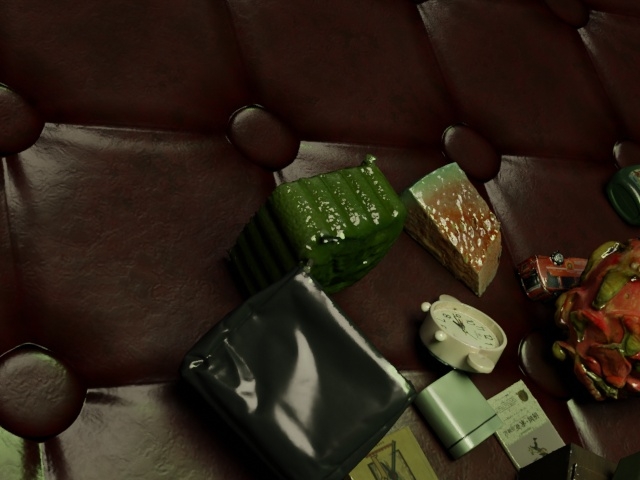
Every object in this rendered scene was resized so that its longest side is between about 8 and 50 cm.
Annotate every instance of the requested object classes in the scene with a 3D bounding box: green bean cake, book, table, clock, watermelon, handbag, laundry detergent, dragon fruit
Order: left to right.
[{"bbox_3d":[-0.027,0.216,1.661,0.275,0.178,0.302,-43,83,-7],"label":"handbag"},{"bbox_3d":[0.000,0.000,1.811,0.250,0.247,0.156,-15,66,-38],"label":"green bean cake"},{"bbox_3d":[0.138,0.431,1.742,0.161,0.026,0.230,-17,69,-38],"label":"book"},{"bbox_3d":[0.254,0.175,1.934,0.156,0.063,0.229,12,26,-21],"label":"clock"},{"bbox_3d":[0.276,-0.020,2.092,0.193,0.140,0.256,-30,85,-32],"label":"watermelon"},{"bbox_3d":[0.374,0.353,1.942,0.127,0.014,0.181,-21,71,-37],"label":"book"},{"bbox_3d":[0.435,0.471,1.781,0.169,0.172,0.193,26,54,-12],"label":"table"},{"bbox_3d":[0.566,0.164,2.025,0.314,0.263,0.296,50,5,-43],"label":"dragon fruit"},{"bbox_3d":[0.756,-0.115,2.453,0.222,0.078,0.144,-20,73,-41],"label":"laundry detergent"}]

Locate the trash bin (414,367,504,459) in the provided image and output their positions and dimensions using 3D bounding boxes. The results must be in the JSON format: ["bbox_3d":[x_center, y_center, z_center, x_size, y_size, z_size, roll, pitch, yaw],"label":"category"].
[{"bbox_3d":[0.241,0.300,1.872,0.116,0.059,0.130,-24,72,-41],"label":"trash bin"}]

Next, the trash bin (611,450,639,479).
[{"bbox_3d":[0.511,0.463,1.648,0.164,0.122,0.240,38,54,-4],"label":"trash bin"}]

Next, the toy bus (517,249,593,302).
[{"bbox_3d":[0.511,0.077,2.179,0.235,0.073,0.096,2,65,-30],"label":"toy bus"}]
